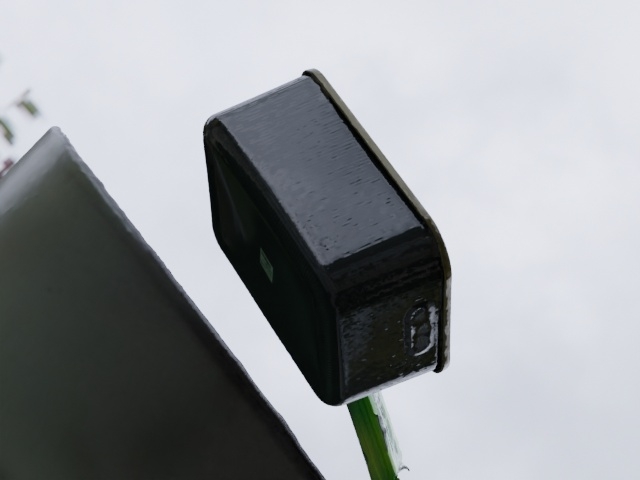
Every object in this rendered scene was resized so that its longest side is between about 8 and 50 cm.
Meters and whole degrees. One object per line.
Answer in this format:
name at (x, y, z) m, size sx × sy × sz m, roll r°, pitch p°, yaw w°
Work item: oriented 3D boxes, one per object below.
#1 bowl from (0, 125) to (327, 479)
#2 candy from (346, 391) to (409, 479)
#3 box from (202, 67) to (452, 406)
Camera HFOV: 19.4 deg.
bowl at (-0.134, 0.121, 1.194) m, size 0.354 × 0.185 × 0.354 m, roll 52°, pitch -5°, yaw 6°
candy at (0.040, 0.146, 1.748) m, size 0.032 × 0.102 × 0.178 m, roll -19°, pitch -84°, yaw 7°
box at (0.000, 0.000, 1.235) m, size 0.201 × 0.090 × 0.144 m, roll 56°, pitch -20°, yaw 36°
